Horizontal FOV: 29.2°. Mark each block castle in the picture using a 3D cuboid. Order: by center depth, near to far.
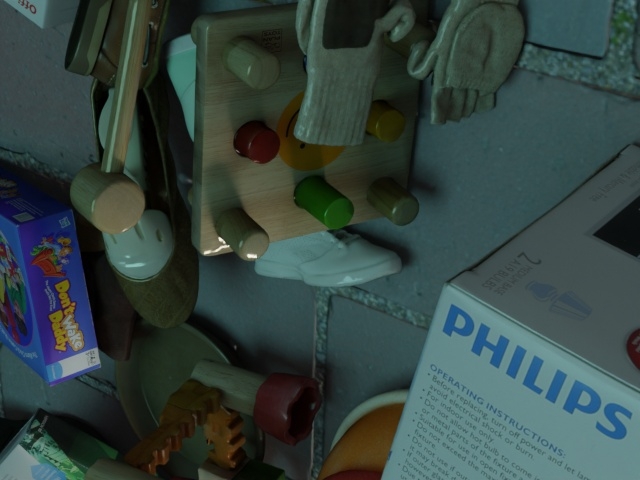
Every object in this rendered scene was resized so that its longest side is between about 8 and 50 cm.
[{"bbox_3d":[-0.111,0.403,1.516,0.213,0.303,0.453,16,125,26],"label":"block castle"}]

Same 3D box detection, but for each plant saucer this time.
[{"bbox_3d":[-0.176,0.224,1.696,0.278,0.041,0.278,19,123,33],"label":"plant saucer"}]

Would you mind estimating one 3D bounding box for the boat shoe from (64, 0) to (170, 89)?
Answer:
[{"bbox_3d":[-0.196,-0.323,1.390,0.307,0.104,0.111,-69,23,14],"label":"boat shoe"}]

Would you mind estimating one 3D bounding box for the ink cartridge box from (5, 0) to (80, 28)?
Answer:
[{"bbox_3d":[-0.345,-0.381,1.515,0.140,0.082,0.190,36,129,22],"label":"ink cartridge box"}]

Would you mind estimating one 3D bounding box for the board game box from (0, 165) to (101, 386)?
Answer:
[{"bbox_3d":[-0.435,0.030,1.727,0.347,0.078,0.233,26,128,51],"label":"board game box"}]

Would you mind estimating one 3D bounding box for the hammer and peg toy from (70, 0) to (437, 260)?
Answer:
[{"bbox_3d":[-0.055,-0.113,1.210,0.127,0.361,0.266,42,135,47],"label":"hammer and peg toy"}]

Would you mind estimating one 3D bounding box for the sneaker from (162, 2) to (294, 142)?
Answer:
[{"bbox_3d":[-0.073,-0.175,1.371,0.256,0.094,0.151,-7,100,52],"label":"sneaker"}]

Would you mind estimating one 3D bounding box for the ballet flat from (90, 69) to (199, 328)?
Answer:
[{"bbox_3d":[-0.221,-0.064,1.467,0.116,0.124,0.342,-7,85,10],"label":"ballet flat"}]

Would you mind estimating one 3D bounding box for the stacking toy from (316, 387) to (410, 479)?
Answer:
[{"bbox_3d":[0.030,0.402,1.298,0.351,0.480,0.350,19,123,33],"label":"stacking toy"}]

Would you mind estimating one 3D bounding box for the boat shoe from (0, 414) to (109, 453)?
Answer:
[{"bbox_3d":[-0.449,0.355,1.954,0.324,0.122,0.120,3,133,34],"label":"boat shoe"}]

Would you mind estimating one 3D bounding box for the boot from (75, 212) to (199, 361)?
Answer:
[{"bbox_3d":[-0.249,0.069,1.641,0.248,0.090,0.207,27,121,42],"label":"boot"}]

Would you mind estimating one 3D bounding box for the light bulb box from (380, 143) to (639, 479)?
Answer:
[{"bbox_3d":[0.240,0.159,1.084,0.225,0.358,0.361,31,127,24],"label":"light bulb box"}]

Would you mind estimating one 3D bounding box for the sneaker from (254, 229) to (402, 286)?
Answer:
[{"bbox_3d":[0.000,0.000,1.416,0.212,0.080,0.094,5,102,40],"label":"sneaker"}]

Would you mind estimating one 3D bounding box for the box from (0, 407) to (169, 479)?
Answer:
[{"bbox_3d":[-0.322,0.386,1.791,0.322,0.058,0.232,31,136,-14],"label":"box"}]

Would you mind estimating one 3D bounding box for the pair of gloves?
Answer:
[{"bbox_3d":[0.084,-0.194,1.146,0.042,0.240,0.204,47,139,50],"label":"pair of gloves"}]
